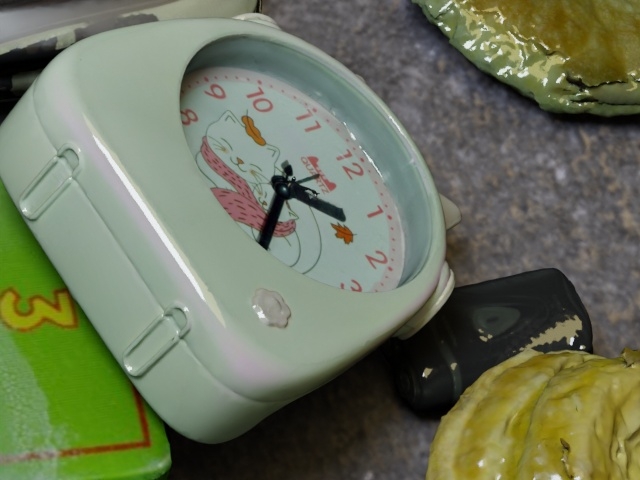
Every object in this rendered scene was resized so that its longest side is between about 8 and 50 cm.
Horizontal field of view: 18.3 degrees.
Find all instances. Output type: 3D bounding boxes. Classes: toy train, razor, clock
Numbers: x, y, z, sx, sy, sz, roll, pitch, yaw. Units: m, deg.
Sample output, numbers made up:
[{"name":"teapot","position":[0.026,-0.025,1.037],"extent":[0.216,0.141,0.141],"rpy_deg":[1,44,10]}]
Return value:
[{"name":"toy train","position":[-0.235,0.078,1.306],"extent":[0.249,0.173,0.307],"rpy_deg":[-5,58,-19]},{"name":"razor","position":[0.119,0.070,1.422],"extent":[0.148,0.054,0.090],"rpy_deg":[-13,60,-16]},{"name":"clock","position":[-0.037,-0.023,1.334],"extent":[0.324,0.108,0.265],"rpy_deg":[-19,70,-51]}]

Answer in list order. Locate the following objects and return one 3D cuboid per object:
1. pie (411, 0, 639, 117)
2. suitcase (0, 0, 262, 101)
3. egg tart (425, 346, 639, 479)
[{"name":"pie","position":[0.215,-0.216,1.611],"extent":[0.306,0.071,0.306],"rpy_deg":[3,60,-6]},{"name":"suitcase","position":[-0.231,-0.265,1.484],"extent":[0.351,0.194,0.339],"rpy_deg":[-9,83,-14]},{"name":"egg tart","position":[0.210,0.177,1.274],"extent":[0.290,0.115,0.290],"rpy_deg":[13,52,-17]}]
